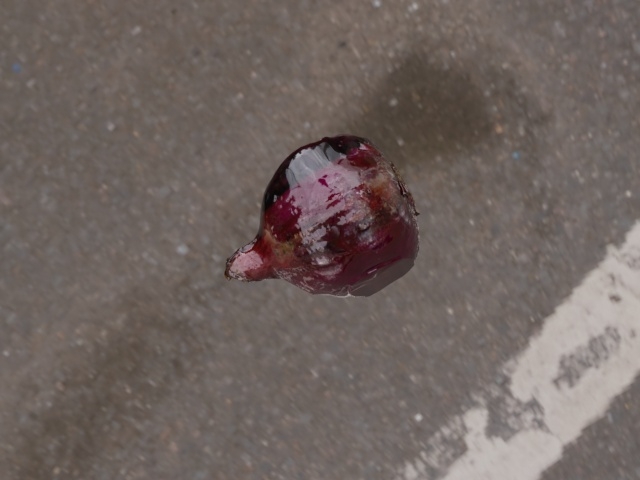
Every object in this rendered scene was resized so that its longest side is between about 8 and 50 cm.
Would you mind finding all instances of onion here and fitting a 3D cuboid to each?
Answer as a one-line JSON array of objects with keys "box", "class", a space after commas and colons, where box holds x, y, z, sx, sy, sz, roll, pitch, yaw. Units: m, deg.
[{"box": [0.000, 0.000, 1.450, 0.218, 0.195, 0.140, -30, 71, 1], "class": "onion"}]
